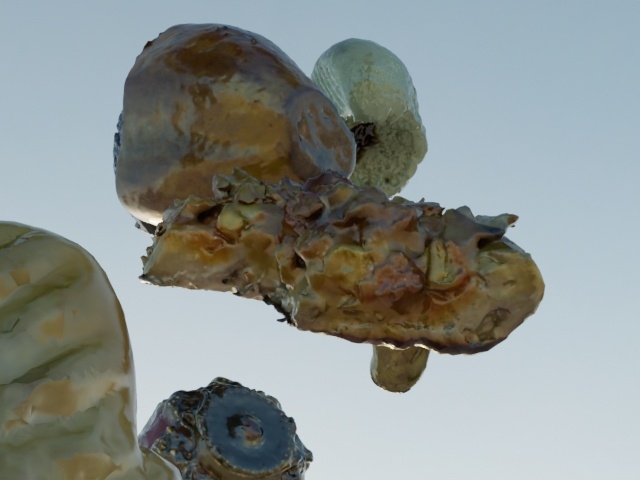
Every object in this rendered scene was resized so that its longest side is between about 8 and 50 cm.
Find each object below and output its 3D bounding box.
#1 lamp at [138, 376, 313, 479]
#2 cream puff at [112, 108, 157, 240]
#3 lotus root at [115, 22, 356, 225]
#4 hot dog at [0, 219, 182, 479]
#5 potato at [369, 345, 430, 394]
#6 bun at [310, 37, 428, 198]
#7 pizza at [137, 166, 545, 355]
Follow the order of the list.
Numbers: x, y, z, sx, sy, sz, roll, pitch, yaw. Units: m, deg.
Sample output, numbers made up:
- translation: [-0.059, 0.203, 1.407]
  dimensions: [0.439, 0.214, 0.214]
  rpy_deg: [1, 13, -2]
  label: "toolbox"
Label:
- translation: [-0.119, 0.254, 1.089]
  dimensions: [0.177, 0.177, 0.274]
  rpy_deg: [8, -44, -30]
  label: "lamp"
- translation: [-0.099, -0.090, 1.198]
  dimensions: [0.239, 0.239, 0.165]
  rpy_deg: [-18, 7, 1]
  label: "cream puff"
- translation: [-0.053, -0.093, 0.975]
  dimensions: [0.188, 0.199, 0.180]
  rpy_deg: [12, -10, -44]
  label: "lotus root"
- translation: [-0.210, 0.164, 0.400]
  dimensions: [0.365, 0.367, 0.196]
  rpy_deg: [-15, -19, 19]
  label: "hot dog"
- translation: [0.059, 0.070, 0.834]
  dimensions: [0.046, 0.045, 0.092]
  rpy_deg: [-10, -77, -31]
  label: "potato"
- translation: [0.058, -0.135, 1.365]
  dimensions: [0.127, 0.203, 0.212]
  rpy_deg: [-6, -25, -20]
  label: "bun"
- translation: [0.000, 0.000, 0.668]
  dimensions: [0.161, 0.305, 0.085]
  rpy_deg: [-1, -81, -45]
  label: "pizza"
